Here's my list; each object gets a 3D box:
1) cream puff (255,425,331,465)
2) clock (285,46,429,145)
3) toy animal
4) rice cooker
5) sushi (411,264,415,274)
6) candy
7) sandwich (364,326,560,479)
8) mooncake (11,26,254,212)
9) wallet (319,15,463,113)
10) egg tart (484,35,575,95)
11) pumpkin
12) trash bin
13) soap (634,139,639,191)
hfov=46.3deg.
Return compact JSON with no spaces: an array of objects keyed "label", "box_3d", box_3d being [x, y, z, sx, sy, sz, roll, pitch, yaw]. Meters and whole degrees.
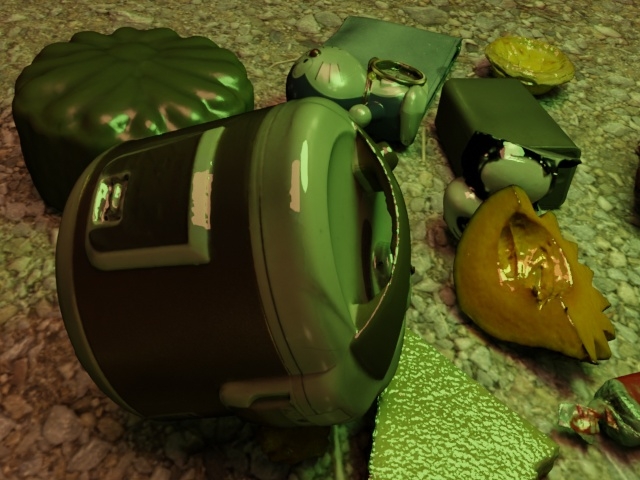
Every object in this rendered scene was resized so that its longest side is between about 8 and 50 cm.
[{"label":"cream puff","box_3d":[-0.033,0.211,0.832,0.083,0.083,0.058,-44,16,-29]},{"label":"clock","box_3d":[0.059,-0.247,1.289,0.243,0.147,0.200,12,37,0]},{"label":"toy animal","box_3d":[0.265,-0.064,1.085,0.165,0.179,0.138,22,24,-3]},{"label":"rice cooker","box_3d":[-0.066,0.025,0.781,0.325,0.335,0.335,-9,38,20]},{"label":"sushi","box_3d":[0.000,0.001,1.003,0.287,0.140,0.149,31,54,24]},{"label":"candy","box_3d":[0.417,0.195,0.904,0.292,0.059,0.086,-9,43,-18]},{"label":"sandwich","box_3d":[0.161,0.218,0.848,0.212,0.063,0.245,13,42,2]},{"label":"mooncake","box_3d":[-0.276,-0.190,1.143,0.356,0.194,0.356,4,43,-4]},{"label":"wallet","box_3d":[0.130,-0.356,1.487,0.251,0.054,0.290,17,44,13]},{"label":"egg tart","box_3d":[0.412,-0.343,1.494,0.191,0.074,0.191,4,41,-3]},{"label":"pumpkin","box_3d":[0.281,0.069,1.012,0.130,0.149,0.254,5,57,-51]},{"label":"trash bin","box_3d":[0.303,-0.169,1.254,0.164,0.122,0.241,-1,40,-10]},{"label":"soap","box_3d":[0.586,-0.157,1.232,0.112,0.182,0.289,18,10,15]}]
